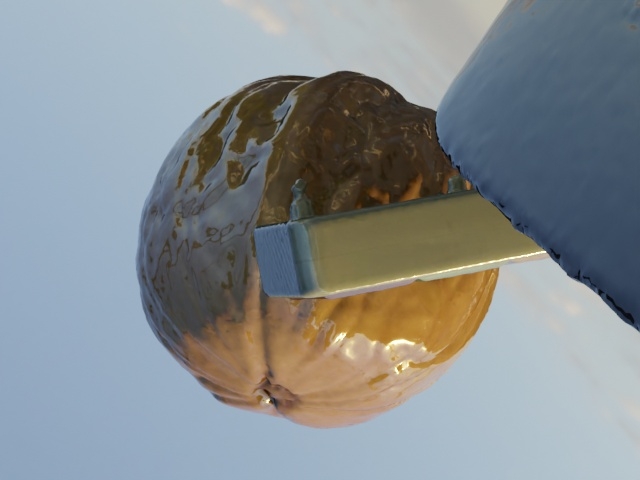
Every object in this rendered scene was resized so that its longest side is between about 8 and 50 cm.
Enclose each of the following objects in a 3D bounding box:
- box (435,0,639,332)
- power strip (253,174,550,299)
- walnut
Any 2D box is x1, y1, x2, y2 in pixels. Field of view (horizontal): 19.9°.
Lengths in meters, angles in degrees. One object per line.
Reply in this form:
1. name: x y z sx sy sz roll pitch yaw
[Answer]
1. box: 0.172 -0.097 0.587 0.073 0.289 0.290 31 -172 -25
2. power strip: 0.069 -0.012 0.936 0.145 0.215 0.061 169 92 -72
3. walnut: 0.000 0.000 1.105 0.228 0.228 0.228 47 -169 -12
